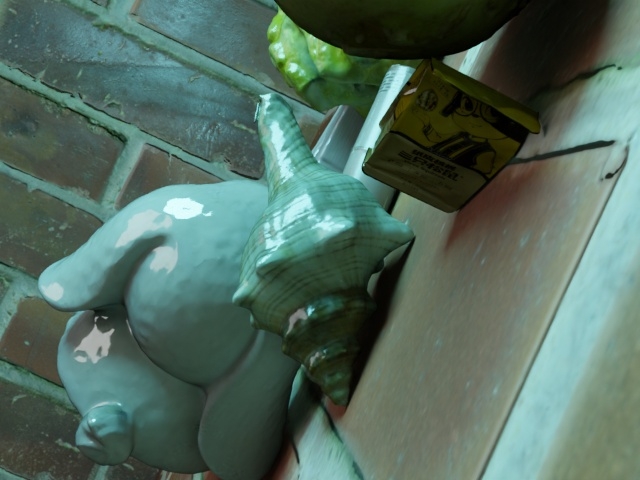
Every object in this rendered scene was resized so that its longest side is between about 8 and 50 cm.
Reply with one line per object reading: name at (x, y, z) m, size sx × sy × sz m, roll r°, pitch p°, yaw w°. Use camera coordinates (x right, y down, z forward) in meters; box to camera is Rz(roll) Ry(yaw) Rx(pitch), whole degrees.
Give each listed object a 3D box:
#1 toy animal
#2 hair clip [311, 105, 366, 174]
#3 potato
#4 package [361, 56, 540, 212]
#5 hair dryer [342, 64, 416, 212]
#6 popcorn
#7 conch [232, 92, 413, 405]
toy animal at (-0.103, 0.068, 0.859) m, size 0.265 × 0.272 × 0.206 m, roll -48°, pitch -7°, yaw 35°
hair clip at (-0.015, -0.023, 1.173) m, size 0.331 × 0.085 × 0.101 m, roll -59°, pitch 7°, yaw -6°
potato at (0.059, -0.204, 0.618) m, size 0.307 × 0.210 × 0.173 m, roll -58°, pitch -24°, yaw -65°
package at (0.077, -0.067, 0.577) m, size 0.047 × 0.071 × 0.131 m, roll -66°, pitch 4°, yaw -24°
hair dryer at (0.035, -0.049, 0.981) m, size 0.220 × 0.053 × 0.195 m, roll 134°, pitch 160°, yaw -76°
popcorn at (0.039, -0.218, 1.049) m, size 0.187 × 0.185 × 0.167 m, roll -18°, pitch 63°, yaw 50°
conch at (0.011, 0.004, 0.733) m, size 0.114 × 0.137 × 0.234 m, roll -17°, pitch 52°, yaw 47°
